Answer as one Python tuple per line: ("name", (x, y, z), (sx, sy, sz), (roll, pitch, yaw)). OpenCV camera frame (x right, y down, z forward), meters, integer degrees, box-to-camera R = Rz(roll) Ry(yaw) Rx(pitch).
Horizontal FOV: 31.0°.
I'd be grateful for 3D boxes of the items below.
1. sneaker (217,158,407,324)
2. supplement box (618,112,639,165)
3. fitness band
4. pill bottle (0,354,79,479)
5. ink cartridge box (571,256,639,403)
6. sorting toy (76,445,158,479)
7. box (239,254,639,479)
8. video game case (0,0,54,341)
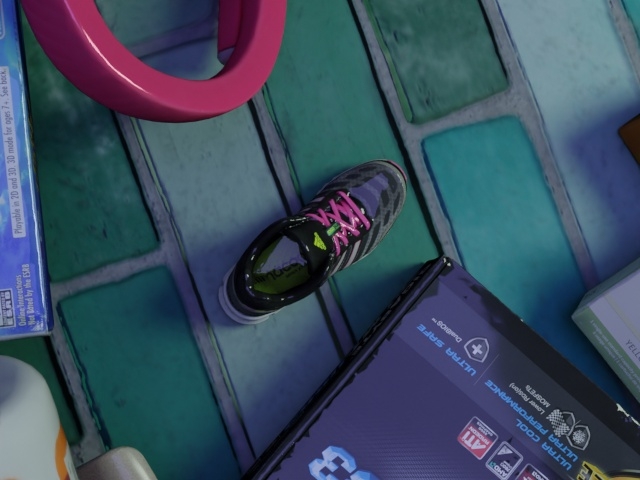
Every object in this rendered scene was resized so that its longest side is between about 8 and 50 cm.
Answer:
("sneaker", (0.000, 0.000, 0.844), (0.170, 0.075, 0.063), (-37, 91, -9))
("supplement box", (0.332, -0.013, 0.890), (0.080, 0.078, 0.233), (-34, 90, -9))
("fitness band", (-0.114, -0.221, 0.795), (0.209, 0.054, 0.290), (13, 70, -44))
("pill bottle", (-0.213, 0.284, 0.663), (0.224, 0.224, 0.392), (-15, 105, -9))
("ink cartridge box", (0.326, 0.051, 0.827), (0.235, 0.056, 0.171), (-40, 87, 32))
("sorting toy", (-0.160, 0.251, 0.796), (0.196, 0.047, 0.347), (-30, 92, 17))
("box", (0.101, 0.214, 0.845), (0.295, 0.073, 0.293), (42, 81, -2))
("video game case", (-0.307, -0.060, 0.728), (0.244, 0.061, 0.269), (-6, 89, -9))
